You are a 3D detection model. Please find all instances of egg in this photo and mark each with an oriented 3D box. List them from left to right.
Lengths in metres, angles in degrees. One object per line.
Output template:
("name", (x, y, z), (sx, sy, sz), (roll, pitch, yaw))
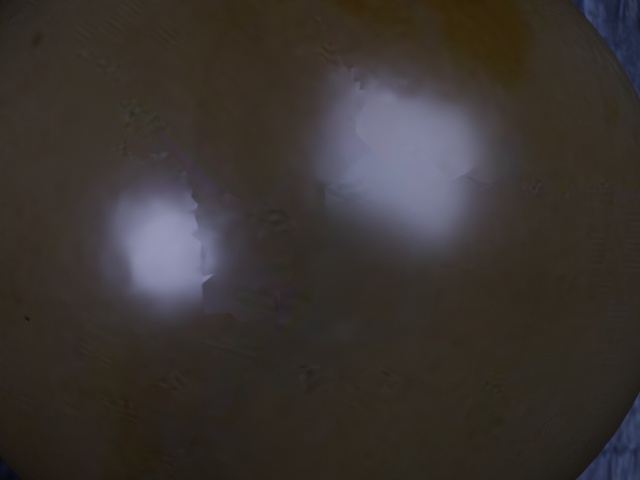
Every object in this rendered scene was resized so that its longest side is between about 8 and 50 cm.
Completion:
("egg", (0.000, 0.000, 0.806), (0.374, 0.301, 0.301), (13, 64, -48))
